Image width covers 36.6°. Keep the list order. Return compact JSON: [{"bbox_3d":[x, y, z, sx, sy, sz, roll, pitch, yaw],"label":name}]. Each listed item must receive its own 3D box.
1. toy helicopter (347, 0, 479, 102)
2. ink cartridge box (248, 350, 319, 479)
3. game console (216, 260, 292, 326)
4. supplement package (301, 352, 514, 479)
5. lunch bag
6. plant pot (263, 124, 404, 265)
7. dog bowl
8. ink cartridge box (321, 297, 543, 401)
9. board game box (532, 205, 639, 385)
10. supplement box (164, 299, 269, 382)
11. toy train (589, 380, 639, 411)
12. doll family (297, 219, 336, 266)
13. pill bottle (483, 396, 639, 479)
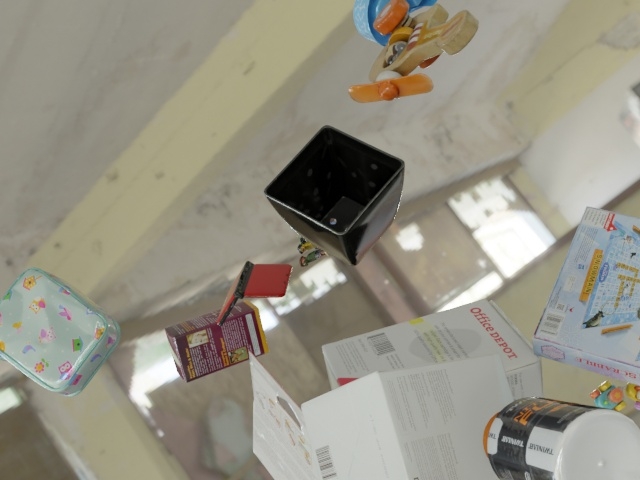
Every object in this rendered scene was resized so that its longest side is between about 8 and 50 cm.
[{"bbox_3d":[0.185,-0.363,1.865,0.235,0.140,0.355,-55,18,-12],"label":"toy helicopter"},{"bbox_3d":[-0.033,0.369,1.761,0.066,0.296,0.261,-17,-54,-27],"label":"ink cartridge box"},{"bbox_3d":[-0.124,0.103,1.838,0.124,0.085,0.144,-58,7,22],"label":"game console"},{"bbox_3d":[0.149,0.304,1.478,0.263,0.199,0.198,-2,-20,-39],"label":"supplement package"},{"bbox_3d":[-0.610,0.209,2.184,0.224,0.279,0.108,-56,-21,-5],"label":"lunch bag"},{"bbox_3d":[0.040,-0.065,1.774,0.187,0.188,0.167,-49,-32,-20],"label":"plant pot"},{"bbox_3d":[0.192,-0.616,2.437,0.074,0.166,0.297,16,62,47],"label":"dog bowl"},{"bbox_3d":[0.229,0.292,1.988,0.385,0.160,0.279,-16,27,-8],"label":"ink cartridge box"},{"bbox_3d":[0.589,0.109,1.758,0.318,0.318,0.066,-60,-29,-27],"label":"board game box"},{"bbox_3d":[-0.214,0.206,2.005,0.188,0.104,0.081,-18,17,-19],"label":"supplement box"},{"bbox_3d":[0.594,0.323,1.833,0.166,0.125,0.046,5,-19,-8],"label":"toy train"},{"bbox_3d":[0.000,0.000,2.341,0.111,0.076,0.193,-24,5,36],"label":"doll family"},{"bbox_3d":[0.294,0.266,1.225,0.130,0.130,0.246,-34,5,-15],"label":"pill bottle"}]
